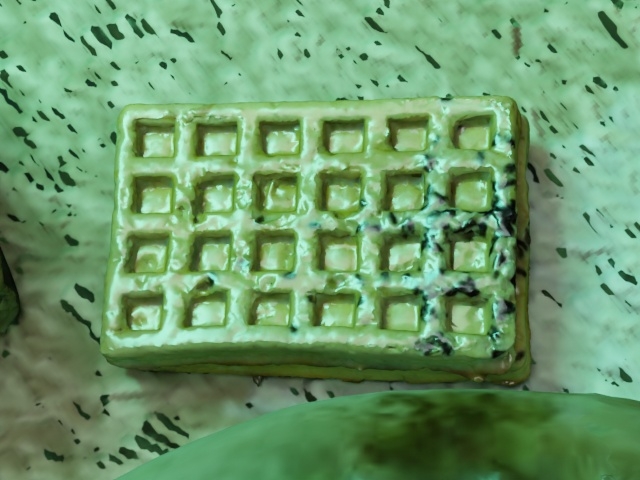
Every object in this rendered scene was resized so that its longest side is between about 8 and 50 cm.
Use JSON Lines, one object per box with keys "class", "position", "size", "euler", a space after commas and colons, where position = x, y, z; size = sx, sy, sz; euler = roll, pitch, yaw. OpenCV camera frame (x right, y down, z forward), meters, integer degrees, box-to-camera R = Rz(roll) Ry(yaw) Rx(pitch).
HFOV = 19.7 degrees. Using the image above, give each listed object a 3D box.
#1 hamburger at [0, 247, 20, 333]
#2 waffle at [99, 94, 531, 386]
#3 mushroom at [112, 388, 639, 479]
{"class": "hamburger", "position": [-0.195, -0.033, 0.597], "size": [0.135, 0.208, 0.155], "euler": [-28, 73, -6]}
{"class": "waffle", "position": [0.000, -0.001, 0.645], "size": [0.148, 0.042, 0.102], "euler": [0, 70, 8]}
{"class": "mushroom", "position": [0.036, 0.203, 0.429], "size": [0.362, 0.294, 0.362], "euler": [-2, 69, 5]}
